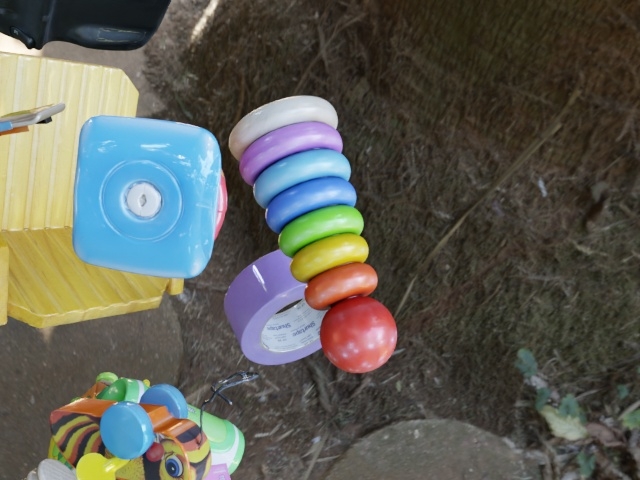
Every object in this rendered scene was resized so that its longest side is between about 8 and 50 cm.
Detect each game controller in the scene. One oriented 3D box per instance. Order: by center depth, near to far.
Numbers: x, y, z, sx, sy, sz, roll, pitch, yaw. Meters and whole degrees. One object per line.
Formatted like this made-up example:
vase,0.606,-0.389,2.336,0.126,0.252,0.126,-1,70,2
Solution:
game controller,-0.180,-0.255,0.555,0.166,0.319,0.067,-11,78,-32

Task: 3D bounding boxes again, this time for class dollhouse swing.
dollhouse swing,-0.386,-0.089,1.095,0.347,0.305,0.315,-5,39,-49

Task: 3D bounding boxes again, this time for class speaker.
speaker,-0.299,0.385,1.380,0.296,0.131,0.131,35,58,-32

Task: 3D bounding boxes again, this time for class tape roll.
tape roll,-0.049,0.104,1.061,0.189,0.189,0.080,-17,50,-20

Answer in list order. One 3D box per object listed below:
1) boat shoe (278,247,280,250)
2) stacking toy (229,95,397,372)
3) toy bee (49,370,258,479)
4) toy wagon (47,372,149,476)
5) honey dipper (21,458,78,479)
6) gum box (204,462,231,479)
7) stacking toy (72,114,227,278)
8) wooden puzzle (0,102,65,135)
boat shoe,-0.025,0.016,1.555,0.095,0.095,0.257,8,56,30
stacking toy,0.000,0.000,0.819,0.141,0.141,0.330,-14,75,-19
toy bee,-0.210,0.268,0.846,0.195,0.298,0.162,-12,89,-44
toy wagon,-0.551,0.449,1.675,0.068,0.344,0.267,34,23,-32
honey dipper,-0.199,0.183,0.368,0.161,0.030,0.030,-42,81,-1
gum box,-0.200,0.444,1.077,0.062,0.188,0.107,4,51,-36
stacking toy,-0.185,-0.067,0.881,0.166,0.302,0.175,8,100,1
wooden puzzle,-0.249,-0.095,0.552,0.079,0.116,0.014,-11,109,9
